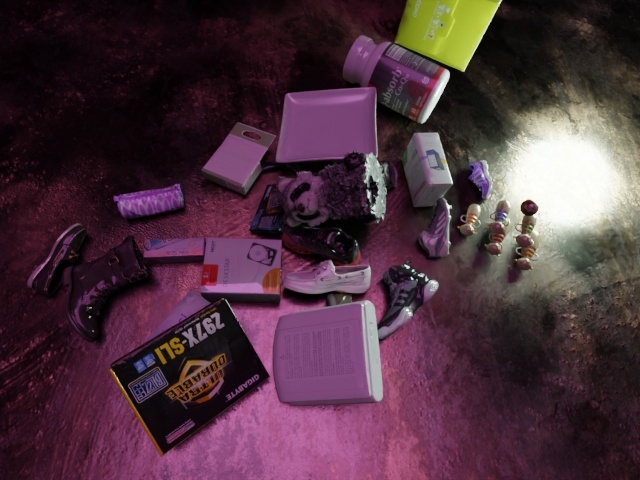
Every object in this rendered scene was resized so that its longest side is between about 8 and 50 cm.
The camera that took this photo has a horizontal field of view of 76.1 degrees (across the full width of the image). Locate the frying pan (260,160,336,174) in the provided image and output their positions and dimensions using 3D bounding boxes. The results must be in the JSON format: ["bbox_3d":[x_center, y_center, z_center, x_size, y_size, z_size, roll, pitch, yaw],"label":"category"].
[{"bbox_3d":[-0.075,-0.272,1.449,0.326,0.053,0.197,-40,66,-11],"label":"frying pan"}]

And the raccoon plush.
[{"bbox_3d":[0.063,-0.142,1.334,0.298,0.446,0.216,-7,89,26],"label":"raccoon plush"}]

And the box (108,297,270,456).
[{"bbox_3d":[-0.333,0.342,1.070,0.321,0.079,0.257,-30,93,-25],"label":"box"}]

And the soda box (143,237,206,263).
[{"bbox_3d":[-0.450,0.032,1.276,0.182,0.058,0.063,-2,66,-7],"label":"soda box"}]

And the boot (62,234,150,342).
[{"bbox_3d":[-0.603,0.132,1.175,0.228,0.091,0.263,-22,73,-5],"label":"boot"}]

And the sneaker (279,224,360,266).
[{"bbox_3d":[0.000,0.000,1.293,0.275,0.135,0.098,19,67,5],"label":"sneaker"}]

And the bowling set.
[{"bbox_3d":[0.616,-0.042,1.343,0.286,0.200,0.154,24,67,10],"label":"bowling set"}]

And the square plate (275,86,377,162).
[{"bbox_3d":[0.028,-0.405,1.454,0.343,0.049,0.348,-1,59,9],"label":"square plate"}]

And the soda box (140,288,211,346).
[{"bbox_3d":[-0.417,0.283,1.148,0.098,0.091,0.286,34,67,8],"label":"soda box"}]

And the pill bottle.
[{"bbox_3d":[0.281,-0.618,1.555,0.362,0.210,0.210,30,67,9],"label":"pill bottle"}]

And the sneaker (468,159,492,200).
[{"bbox_3d":[0.582,-0.216,1.495,0.071,0.068,0.170,-6,57,8],"label":"sneaker"}]

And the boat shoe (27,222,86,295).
[{"bbox_3d":[-0.769,0.057,1.226,0.068,0.081,0.228,26,73,3],"label":"boat shoe"}]

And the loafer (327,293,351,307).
[{"bbox_3d":[0.094,0.264,1.204,0.087,0.094,0.251,-17,68,-8],"label":"loafer"}]

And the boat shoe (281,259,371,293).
[{"bbox_3d":[0.020,0.103,1.252,0.276,0.096,0.098,0,21,-13],"label":"boat shoe"}]

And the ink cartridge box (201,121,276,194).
[{"bbox_3d":[-0.277,-0.290,1.424,0.171,0.056,0.235,23,65,15],"label":"ink cartridge box"}]

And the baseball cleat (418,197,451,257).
[{"bbox_3d":[0.383,-0.046,1.370,0.109,0.072,0.206,1,76,-4],"label":"baseball cleat"}]

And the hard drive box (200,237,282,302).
[{"bbox_3d":[-0.235,0.092,1.253,0.231,0.089,0.181,1,65,-5],"label":"hard drive box"}]

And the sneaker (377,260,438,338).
[{"bbox_3d":[0.230,0.174,1.259,0.268,0.101,0.153,-37,73,-25],"label":"sneaker"}]

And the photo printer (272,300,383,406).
[{"bbox_3d":[0.006,0.310,1.106,0.307,0.107,0.256,-15,66,26],"label":"photo printer"}]

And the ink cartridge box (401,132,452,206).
[{"bbox_3d":[0.365,-0.243,1.425,0.093,0.154,0.213,-2,65,-9],"label":"ink cartridge box"}]

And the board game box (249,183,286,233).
[{"bbox_3d":[-0.152,-0.107,1.353,0.126,0.026,0.186,2,61,31],"label":"board game box"}]

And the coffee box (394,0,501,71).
[{"bbox_3d":[0.548,-0.982,1.674,0.337,0.338,0.335,26,66,6],"label":"coffee box"}]

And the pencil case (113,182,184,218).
[{"bbox_3d":[-0.545,-0.128,1.323,0.205,0.088,0.087,-15,66,-11],"label":"pencil case"}]
